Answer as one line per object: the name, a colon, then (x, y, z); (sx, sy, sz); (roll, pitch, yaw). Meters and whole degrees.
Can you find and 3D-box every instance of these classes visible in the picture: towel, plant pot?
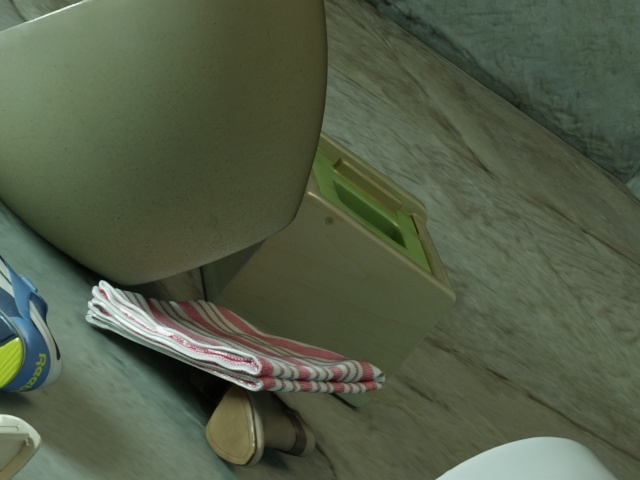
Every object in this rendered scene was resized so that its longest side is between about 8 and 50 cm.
towel: (-0.053, 0.068, 1.315); (0.144, 0.029, 0.197); (21, 5, 26)
plant pot: (-0.111, -0.079, 1.332); (0.284, 0.284, 0.191); (-50, 121, -76)

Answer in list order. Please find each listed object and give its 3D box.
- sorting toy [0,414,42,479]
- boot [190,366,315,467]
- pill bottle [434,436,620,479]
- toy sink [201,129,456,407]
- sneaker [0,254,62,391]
sorting toy: (-0.195, 0.093, 0.959); (0.075, 0.045, 0.083); (39, 12, 26)
boot: (-0.037, 0.122, 1.276); (0.087, 0.042, 0.118); (32, 16, -37)
pill bottle: (0.171, 0.281, 0.971); (0.210, 0.210, 0.363); (25, 20, -47)
toy sink: (0.000, 0.000, 1.565); (0.153, 0.131, 0.234); (36, 14, -18)
sneaker: (-0.195, 0.033, 1.119); (0.059, 0.053, 0.144); (20, 33, -53)
